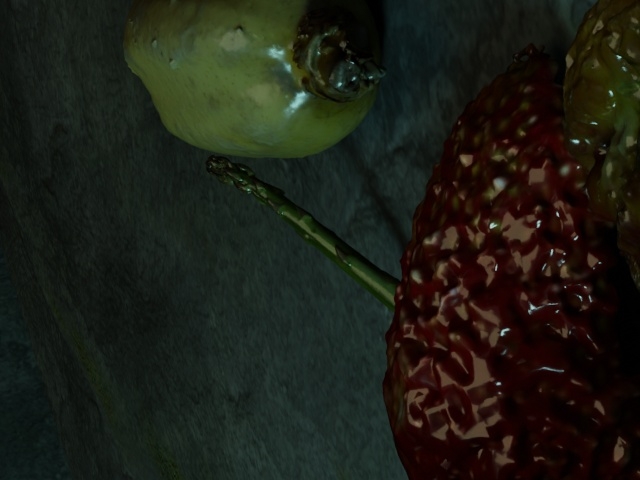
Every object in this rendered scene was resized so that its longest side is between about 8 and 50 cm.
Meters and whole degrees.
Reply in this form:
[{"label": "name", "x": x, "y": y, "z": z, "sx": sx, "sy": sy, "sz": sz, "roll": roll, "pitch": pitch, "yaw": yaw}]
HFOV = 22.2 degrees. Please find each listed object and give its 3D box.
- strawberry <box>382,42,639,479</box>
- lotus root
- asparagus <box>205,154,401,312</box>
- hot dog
[{"label": "strawberry", "x": 0.092, "y": 0.043, "z": 1.005, "sx": 0.233, "sy": 0.138, "sz": 0.306, "roll": -179, "pitch": 77, "yaw": -70}, {"label": "lotus root", "x": -0.041, "y": -0.144, "z": 1.225, "sx": 0.169, "sy": 0.151, "sz": 0.343, "roll": 59, "pitch": 160, "yaw": -17}, {"label": "asparagus", "x": 0.000, "y": 0.000, "z": 1.233, "sx": 0.248, "sy": 0.025, "sz": 0.024, "roll": 37, "pitch": 177, "yaw": 24}, {"label": "hot dog", "x": 0.188, "y": -0.051, "z": 0.771, "sx": 0.227, "sy": 0.099, "sz": 0.160, "roll": 116, "pitch": 138, "yaw": -61}]
